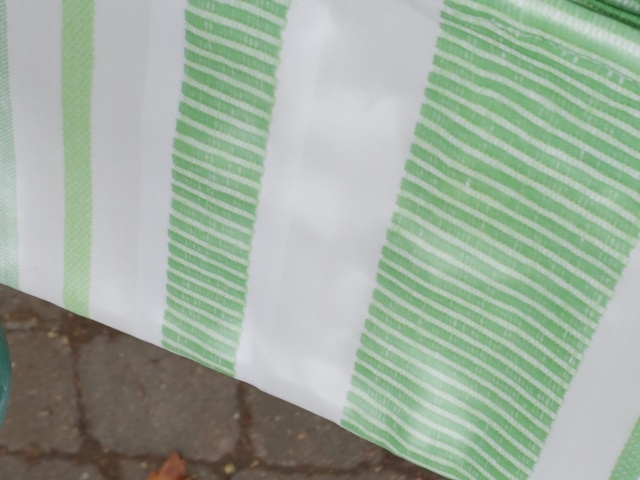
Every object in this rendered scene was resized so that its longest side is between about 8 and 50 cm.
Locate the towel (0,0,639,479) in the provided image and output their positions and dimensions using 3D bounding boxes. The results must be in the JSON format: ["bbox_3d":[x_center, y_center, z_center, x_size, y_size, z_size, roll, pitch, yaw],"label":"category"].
[{"bbox_3d":[-0.013,-0.021,0.437,0.325,0.038,0.248,22,137,12],"label":"towel"}]

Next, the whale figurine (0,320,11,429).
[{"bbox_3d":[-0.253,0.035,0.687,0.216,0.141,0.272,30,146,20],"label":"whale figurine"}]
